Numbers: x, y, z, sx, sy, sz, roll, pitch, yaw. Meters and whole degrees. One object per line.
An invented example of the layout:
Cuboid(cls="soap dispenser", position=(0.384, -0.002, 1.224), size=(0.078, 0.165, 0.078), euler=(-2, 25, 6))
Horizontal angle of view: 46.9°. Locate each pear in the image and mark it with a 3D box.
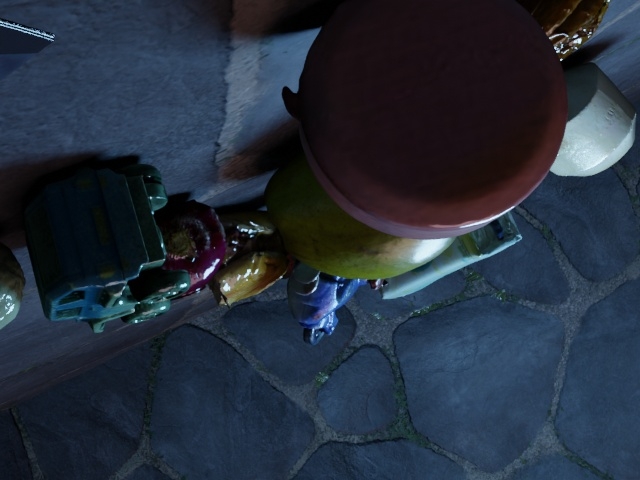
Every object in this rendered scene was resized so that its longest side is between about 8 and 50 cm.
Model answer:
Cuboid(cls="pear", position=(0.073, -0.063, 1.116), size=(0.307, 0.253, 0.253), euler=(-17, 174, 0))

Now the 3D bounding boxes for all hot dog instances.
Cuboid(cls="hot dog", position=(0.249, -0.255, 0.879), size=(0.227, 0.099, 0.160), euler=(-27, 174, 37))

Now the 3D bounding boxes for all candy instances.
Cuboid(cls="candy", position=(0.092, -0.122, 0.681), size=(0.255, 0.255, 0.094), euler=(-25, 174, -6))

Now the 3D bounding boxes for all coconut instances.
Cuboid(cls="coconut", position=(0.519, -0.255, 1.520), size=(0.241, 0.241, 0.241), euler=(-26, 174, -3))

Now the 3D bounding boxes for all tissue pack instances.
Cuboid(cls="tissue pack", position=(0.224, -0.055, 1.605), size=(0.162, 0.287, 0.388), euler=(-16, 169, -28))

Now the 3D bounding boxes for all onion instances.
Cuboid(cls="onion", position=(-0.226, 0.026, 1.116), size=(0.173, 0.135, 0.198), euler=(-21, 175, -15))

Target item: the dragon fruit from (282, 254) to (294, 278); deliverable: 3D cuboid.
Cuboid(cls="dragon fruit", position=(0.000, 0.000, 1.601), size=(0.274, 0.193, 0.192), euler=(-29, -158, 30))

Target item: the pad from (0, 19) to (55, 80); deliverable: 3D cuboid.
Cuboid(cls="pad", position=(-0.289, -0.096, 0.419), size=(0.164, 0.004, 0.243), euler=(-28, 174, 20))

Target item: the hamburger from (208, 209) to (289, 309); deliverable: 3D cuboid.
Cuboid(cls="hamburger", position=(-0.147, 0.026, 1.367), size=(0.245, 0.155, 0.282), euler=(-26, 171, -30))

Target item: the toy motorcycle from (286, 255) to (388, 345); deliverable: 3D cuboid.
Cuboid(cls="toy motorcycle", position=(0.009, 0.024, 1.371), size=(0.182, 0.319, 0.241), euler=(8, 159, 42))

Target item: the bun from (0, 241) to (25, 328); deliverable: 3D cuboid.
Cuboid(cls="bun", position=(-0.422, 0.075, 0.812), size=(0.195, 0.118, 0.195), euler=(-25, 178, -1))

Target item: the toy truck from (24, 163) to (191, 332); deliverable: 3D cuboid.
Cuboid(cls="toy truck", position=(-0.255, 0.017, 0.866), size=(0.156, 0.155, 0.279), euler=(-13, 170, -24))
